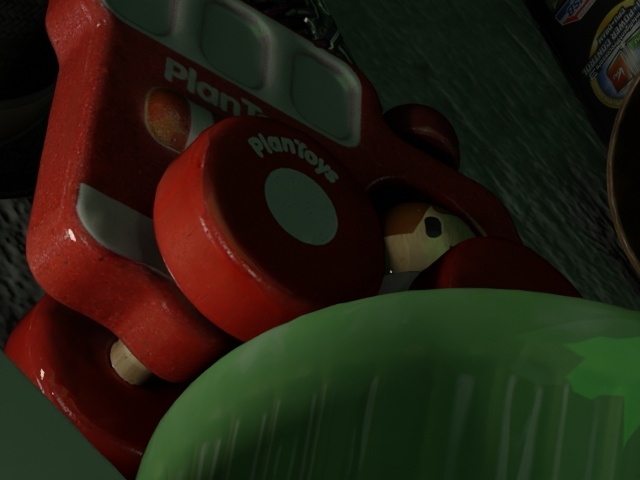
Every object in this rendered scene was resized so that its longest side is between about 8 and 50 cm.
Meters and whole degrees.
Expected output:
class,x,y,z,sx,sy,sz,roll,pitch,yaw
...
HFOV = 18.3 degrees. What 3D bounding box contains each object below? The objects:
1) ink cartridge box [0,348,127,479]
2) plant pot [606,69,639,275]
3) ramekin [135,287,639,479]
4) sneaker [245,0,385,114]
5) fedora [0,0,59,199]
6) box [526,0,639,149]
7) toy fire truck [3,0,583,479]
class,x,y,z,sx,sy,sz,roll,pitch,yaw
ink cartridge box,-0.184,0.128,0.561,0.201,0.278,0.117,44,34,13
plant pot,0.336,-0.038,1.327,0.215,0.215,0.230,52,22,24
ramekin,0.062,0.177,0.710,0.303,0.303,0.148,28,41,-11
sneaker,-0.051,-0.160,1.195,0.121,0.112,0.299,-4,50,-44
fedora,-0.192,-0.182,1.031,0.334,0.152,0.334,30,34,-22
box,0.261,-0.222,1.404,0.060,0.270,0.216,12,40,-33
toy fire truck,0.000,0.000,0.940,0.302,0.169,0.254,26,44,-24
